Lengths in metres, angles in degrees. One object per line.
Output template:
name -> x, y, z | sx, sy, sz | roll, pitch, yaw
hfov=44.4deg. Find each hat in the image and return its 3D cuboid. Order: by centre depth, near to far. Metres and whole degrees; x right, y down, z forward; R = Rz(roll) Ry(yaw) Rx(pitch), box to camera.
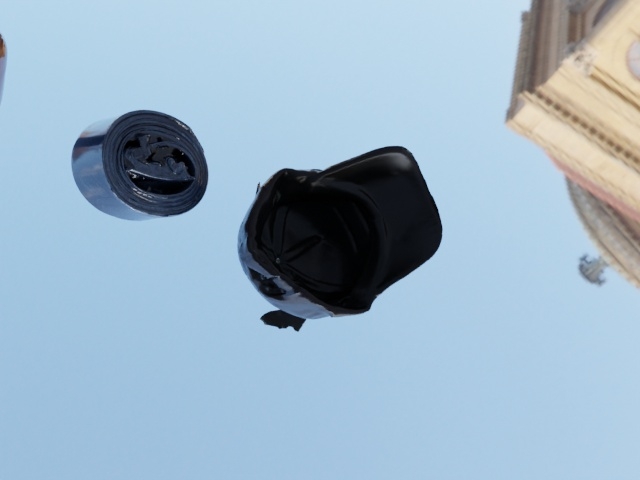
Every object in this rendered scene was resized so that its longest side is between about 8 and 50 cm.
hat -> 0.008, -0.005, 1.193 | 0.336, 0.209, 0.238 | -25, -86, -27

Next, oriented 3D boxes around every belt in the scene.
belt -> -0.231, -0.098, 1.047 | 0.190, 0.082, 0.141 | 8, -99, -53

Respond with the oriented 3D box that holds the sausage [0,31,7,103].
sausage -> -0.458, -0.222, 1.044 | 0.077, 0.194, 0.077 | 11, -119, -20
